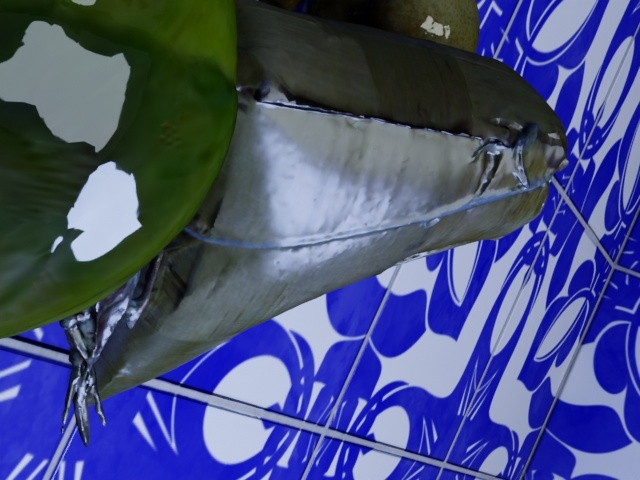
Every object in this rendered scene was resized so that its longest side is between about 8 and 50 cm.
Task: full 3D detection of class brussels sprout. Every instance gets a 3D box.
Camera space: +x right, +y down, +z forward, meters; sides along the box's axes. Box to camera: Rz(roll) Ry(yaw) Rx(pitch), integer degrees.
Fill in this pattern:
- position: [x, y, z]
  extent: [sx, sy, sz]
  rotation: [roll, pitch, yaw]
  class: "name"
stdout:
- position: [-0.194, -0.086, 0.541]
  extent: [0.289, 0.281, 0.355]
  rotation: [10, 127, -45]
  class: "brussels sprout"

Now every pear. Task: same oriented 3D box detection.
- position: [0.065, -0.197, 1.036]
  extent: [0.136, 0.167, 0.167]
  rotation: [-4, 114, -49]
  class: "pear"

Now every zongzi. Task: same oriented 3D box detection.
- position: [0.000, 0.000, 0.949]
  extent: [0.356, 0.174, 0.393]
  rotation: [5, 124, -30]
  class: "zongzi"

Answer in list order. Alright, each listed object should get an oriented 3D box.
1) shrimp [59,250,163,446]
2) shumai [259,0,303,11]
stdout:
- position: [-0.164, -0.043, 0.779]
  extent: [0.172, 0.137, 0.372]
  rotation: [-28, 132, -55]
  class: "shrimp"
- position: [-0.034, -0.261, 0.844]
  extent: [0.184, 0.142, 0.184]
  rotation: [-44, 145, -42]
  class: "shumai"
